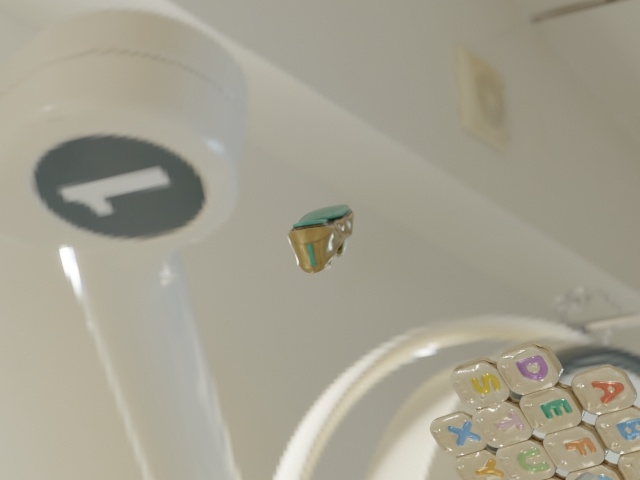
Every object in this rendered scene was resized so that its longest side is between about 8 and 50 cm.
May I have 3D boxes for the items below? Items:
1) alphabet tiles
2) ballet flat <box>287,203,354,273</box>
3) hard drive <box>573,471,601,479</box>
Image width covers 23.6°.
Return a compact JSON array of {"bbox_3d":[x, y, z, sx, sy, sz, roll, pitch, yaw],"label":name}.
[{"bbox_3d":[0.273,0.252,1.811,0.284,0.278,0.021,58,-143,-13],"label":"alphabet tiles"},{"bbox_3d":[0.000,0.000,2.037,0.232,0.080,0.073,-33,-68,-75],"label":"ballet flat"},{"bbox_3d":[0.145,0.352,1.371,0.353,0.047,0.233,-14,-47,-61],"label":"hard drive"}]
